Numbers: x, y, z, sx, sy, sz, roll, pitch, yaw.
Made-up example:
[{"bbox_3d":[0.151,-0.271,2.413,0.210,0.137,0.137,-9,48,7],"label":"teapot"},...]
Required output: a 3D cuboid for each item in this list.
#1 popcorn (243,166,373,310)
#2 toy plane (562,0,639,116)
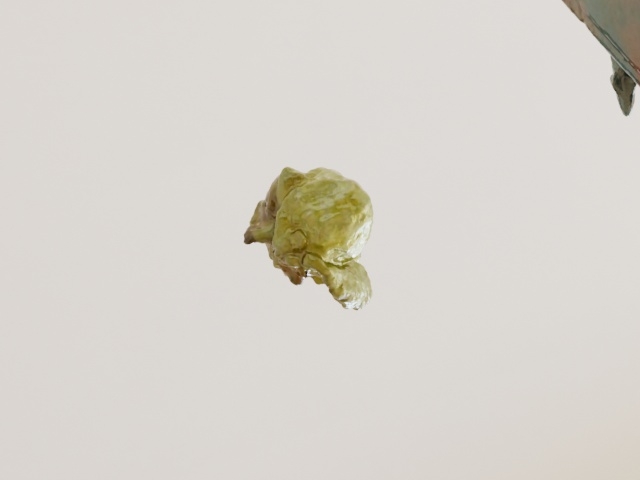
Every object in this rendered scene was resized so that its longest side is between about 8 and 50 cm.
[{"bbox_3d":[0.001,0.000,1.035,0.059,0.068,0.083,-24,-91,-51],"label":"popcorn"},{"bbox_3d":[0.207,-0.044,0.871,0.104,0.223,0.326,-37,-62,-33],"label":"toy plane"}]
